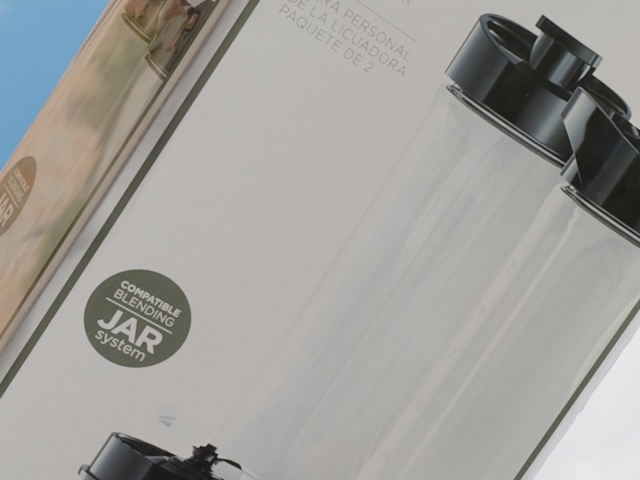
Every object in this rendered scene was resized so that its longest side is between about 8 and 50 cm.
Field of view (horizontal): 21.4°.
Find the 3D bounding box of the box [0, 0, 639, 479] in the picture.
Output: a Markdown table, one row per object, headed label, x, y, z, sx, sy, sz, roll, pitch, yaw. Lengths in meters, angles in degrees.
| label | x | y | z | sx | sy | sz | roll | pitch | yaw |
| --- | --- | --- | --- | --- | --- | --- | --- | --- | --- |
| box | 0.000 | 0.000 | 0.497 | 0.290 | 0.169 | 0.087 | -55 | -154 | 5 |
